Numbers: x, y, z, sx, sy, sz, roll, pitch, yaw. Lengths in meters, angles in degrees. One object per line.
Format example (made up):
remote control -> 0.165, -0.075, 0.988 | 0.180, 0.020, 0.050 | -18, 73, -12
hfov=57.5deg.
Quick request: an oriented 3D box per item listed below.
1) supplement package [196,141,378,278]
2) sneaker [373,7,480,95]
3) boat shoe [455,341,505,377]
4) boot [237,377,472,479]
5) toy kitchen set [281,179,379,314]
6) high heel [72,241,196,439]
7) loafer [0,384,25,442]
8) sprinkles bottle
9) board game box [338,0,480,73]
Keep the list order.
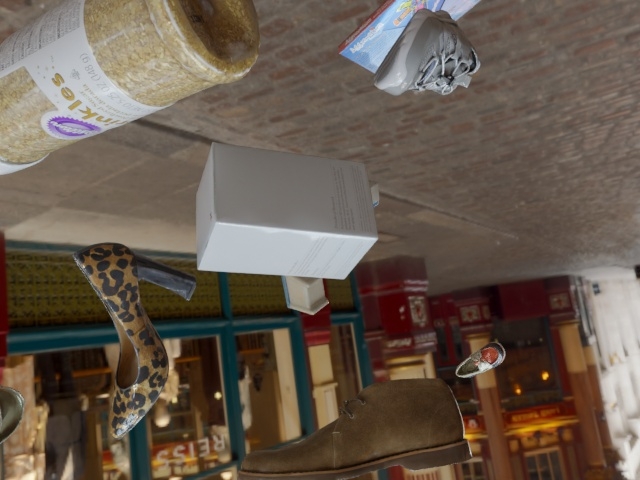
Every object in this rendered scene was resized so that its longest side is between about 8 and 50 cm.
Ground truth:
supplement package -> -0.042, -0.028, 0.654 | 0.179, 0.105, 0.105 | 5, 149, -21
sneaker -> 0.171, -0.263, 0.839 | 0.281, 0.115, 0.105 | -45, 174, -49
boat shoe -> 0.340, 0.258, 1.245 | 0.043, 0.049, 0.137 | -14, 158, -32
boot -> 0.039, 0.252, 0.764 | 0.305, 0.115, 0.112 | -7, 166, -12
toy kitchen set -> 0.000, 0.000, 1.030 | 0.122, 0.166, 0.207 | 19, -139, 39
high heel -> -0.295, 0.138, 0.807 | 0.093, 0.262, 0.186 | 10, 167, 44
loafer -> -0.435, 0.228, 0.718 | 0.091, 0.102, 0.268 | 18, 167, 4
sprinkles bottle -> -0.227, -0.158, 0.551 | 0.355, 0.121, 0.121 | -11, 169, 33
board game box -> 0.182, -0.454, 1.218 | 0.145, 0.027, 0.281 | 16, 146, -37
